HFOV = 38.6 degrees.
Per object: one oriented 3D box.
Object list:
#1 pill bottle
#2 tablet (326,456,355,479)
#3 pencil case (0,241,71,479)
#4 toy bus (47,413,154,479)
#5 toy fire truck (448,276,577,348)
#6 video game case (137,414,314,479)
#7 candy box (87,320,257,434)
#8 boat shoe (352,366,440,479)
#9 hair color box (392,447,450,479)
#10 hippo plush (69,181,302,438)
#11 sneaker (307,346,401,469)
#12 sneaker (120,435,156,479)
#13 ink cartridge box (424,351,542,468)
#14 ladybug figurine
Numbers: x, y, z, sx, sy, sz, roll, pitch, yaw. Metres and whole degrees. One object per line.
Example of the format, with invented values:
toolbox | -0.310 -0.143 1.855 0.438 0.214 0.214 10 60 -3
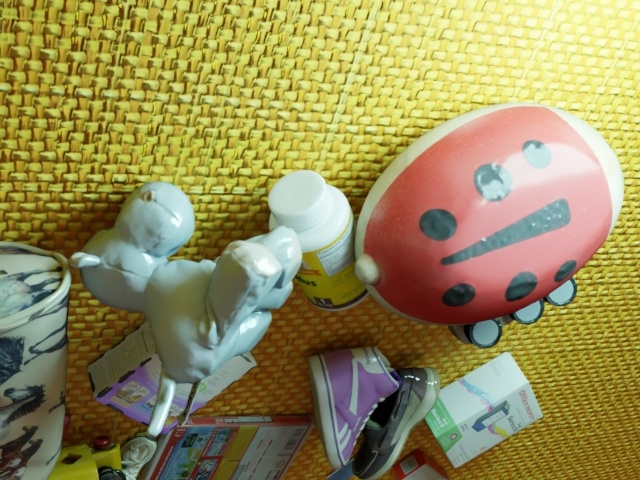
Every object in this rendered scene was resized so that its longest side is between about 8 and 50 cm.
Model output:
pill bottle | 0.000 0.000 1.310 0.117 0.117 0.215 -28 137 -1
tablet | 0.057 0.466 1.859 0.083 0.006 0.054 -37 137 9
pencil case | -0.435 0.191 1.224 0.184 0.160 0.410 -11 135 -30
toy bus | -0.374 0.379 1.421 0.191 0.104 0.202 41 85 -28
toy fire truck | 0.276 0.026 1.485 0.217 0.158 0.246 -28 100 -3
video game case | -0.172 0.391 1.652 0.285 0.025 0.204 6 127 -33
candy box | -0.226 0.193 1.405 0.196 0.070 0.165 -37 136 9
boat shoe | 0.120 0.338 1.713 0.092 0.102 0.285 19 123 -18
hair color box | 0.218 0.501 1.950 0.072 0.043 0.141 -36 136 7
hippo plush | -0.189 0.057 1.210 0.294 0.237 0.234 -55 170 4
sneaker | 0.070 0.300 1.626 0.161 0.102 0.282 -13 134 -10
sneaker | -0.327 0.401 1.542 0.161 0.075 0.057 -44 136 15
ink cartridge box | 0.317 0.336 1.814 0.212 0.093 0.154 -31 137 -1
ladybug figurine | 0.256 -0.031 1.297 0.450 0.162 0.305 -26 108 -18
